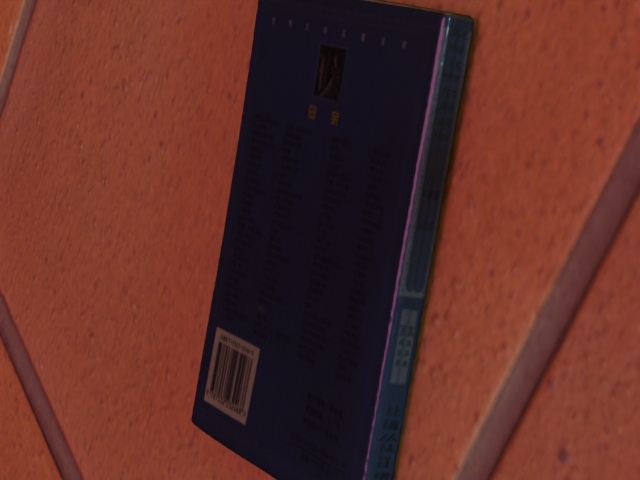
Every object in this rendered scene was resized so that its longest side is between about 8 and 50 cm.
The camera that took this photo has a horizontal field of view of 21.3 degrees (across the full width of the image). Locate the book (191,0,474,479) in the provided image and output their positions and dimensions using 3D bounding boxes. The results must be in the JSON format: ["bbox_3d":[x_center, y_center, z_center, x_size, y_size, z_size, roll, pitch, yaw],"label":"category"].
[{"bbox_3d":[0.000,0.000,0.930,0.191,0.025,0.269,21,104,56],"label":"book"}]
